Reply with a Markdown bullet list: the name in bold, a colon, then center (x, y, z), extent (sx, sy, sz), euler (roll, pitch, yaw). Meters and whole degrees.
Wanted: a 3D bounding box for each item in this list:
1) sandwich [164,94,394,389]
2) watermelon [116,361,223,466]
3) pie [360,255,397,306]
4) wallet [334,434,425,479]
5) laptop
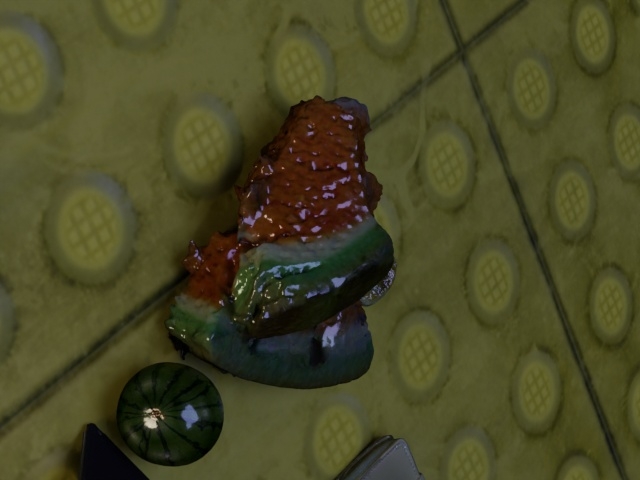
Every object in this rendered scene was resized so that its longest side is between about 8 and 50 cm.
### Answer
- **sandwich**: center (0.000, 0.000, 1.467), extent (0.250, 0.162, 0.301), euler (21, 76, -47)
- **watermelon**: center (-0.136, 0.162, 1.366), extent (0.109, 0.109, 0.109), euler (3, 86, -46)
- **pie**: center (0.050, 0.029, 1.615), extent (0.084, 0.021, 0.084), euler (0, 89, -42)
- **wallet**: center (0.078, 0.300, 1.619), extent (0.110, 0.039, 0.155), euler (-40, 115, -36)
- **laptop**: center (-0.161, 0.261, 1.347), extent (0.180, 0.016, 0.129), euler (51, 18, -31)
